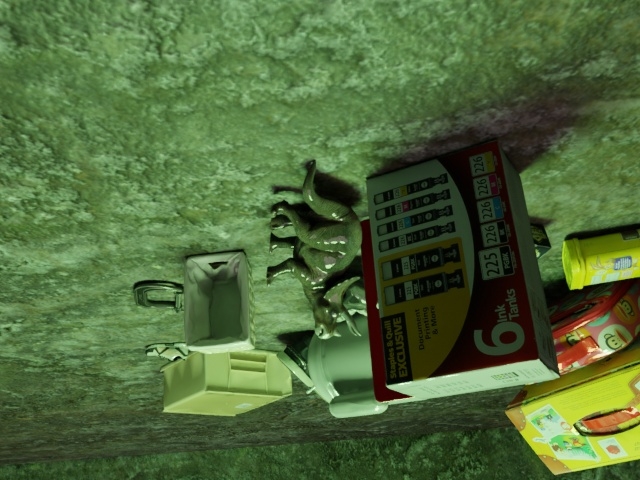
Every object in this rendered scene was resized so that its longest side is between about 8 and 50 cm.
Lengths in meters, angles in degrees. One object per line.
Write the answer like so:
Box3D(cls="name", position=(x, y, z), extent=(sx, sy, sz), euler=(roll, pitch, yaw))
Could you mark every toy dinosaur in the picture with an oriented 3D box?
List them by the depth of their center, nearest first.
Box3D(cls="toy dinosaur", position=(0.000, 0.000, 1.103), extent=(0.161, 0.121, 0.313), euler=(5, 122, -4))

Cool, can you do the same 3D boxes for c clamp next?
Box3D(cls="c clamp", position=(-0.303, 0.115, 1.419), extent=(0.137, 0.022, 0.160), euler=(4, 157, -5))

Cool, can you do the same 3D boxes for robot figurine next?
Box3D(cls="robot figurine", position=(0.117, 0.235, 1.452), extent=(0.354, 0.300, 0.199), euler=(-19, 115, 38))

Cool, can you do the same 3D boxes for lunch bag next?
Box3D(cls="lunch bag", position=(0.525, 0.193, 1.467), extent=(0.258, 0.120, 0.293), euler=(-31, 174, -42))

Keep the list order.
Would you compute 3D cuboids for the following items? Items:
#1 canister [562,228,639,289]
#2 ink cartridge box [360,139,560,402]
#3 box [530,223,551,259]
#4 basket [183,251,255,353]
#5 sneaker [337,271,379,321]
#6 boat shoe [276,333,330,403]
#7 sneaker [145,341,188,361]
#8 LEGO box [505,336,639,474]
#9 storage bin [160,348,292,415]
Box3D(cls="canister", position=(0.538, 0.031, 1.299), extent=(0.170, 0.073, 0.126), euler=(-11, 155, 12))
Box3D(cls="ink cartridge box", position=(0.161, 0.055, 1.001), extent=(0.272, 0.309, 0.130), euler=(-16, 153, 24))
Box3D(cls="box", position=(0.269, 0.043, 1.263), extent=(0.175, 0.051, 0.220), euler=(8, 142, -24))
Box3D(cls="basket", position=(-0.175, 0.116, 1.268), extent=(0.114, 0.167, 0.103), euler=(-6, 162, 5))
Box3D(cls="sneaker", position=(0.037, 0.102, 1.381), extent=(0.106, 0.078, 0.234), euler=(33, 158, -18))
Box3D(cls="boat shoe", position=(-0.005, 0.322, 1.821), extent=(0.113, 0.127, 0.340), euler=(-47, 145, -8))
Box3D(cls="sneaker", position=(-0.374, 0.274, 1.730), extent=(0.109, 0.043, 0.040), euler=(-6, 158, 7))
Box3D(cls="LEGO box", position=(0.693, 0.273, 1.504), extent=(0.373, 0.193, 0.500), euler=(-35, 173, -33))
Box3D(cls="storage bin", position=(-0.249, 0.376, 1.881), extent=(0.261, 0.123, 0.262), euler=(13, 150, -34))
